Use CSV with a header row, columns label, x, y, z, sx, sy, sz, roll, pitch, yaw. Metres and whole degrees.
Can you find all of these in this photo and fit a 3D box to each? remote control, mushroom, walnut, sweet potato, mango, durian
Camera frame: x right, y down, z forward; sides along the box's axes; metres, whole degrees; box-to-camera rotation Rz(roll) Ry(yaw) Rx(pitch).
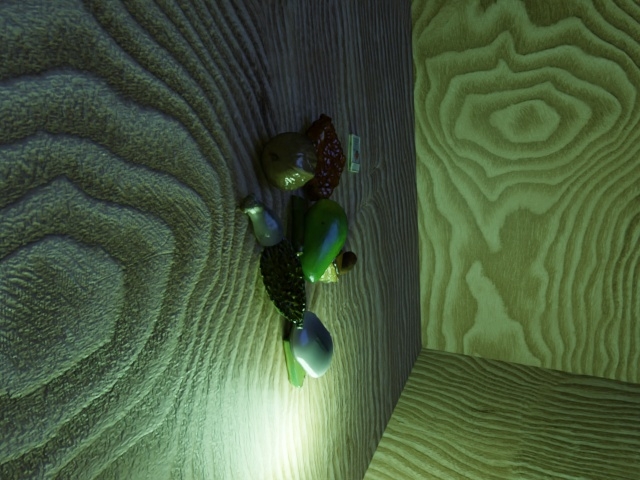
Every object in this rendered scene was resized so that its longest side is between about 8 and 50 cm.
label,x,y,z,sx,sy,sz,roll,pitch,yaw
remote control,-0.034,0.449,1.897,0.332,0.103,0.221,61,37,-39
mushroom,-0.208,-0.079,1.622,0.116,0.093,0.225,-45,141,-24
walnut,-0.113,-0.296,1.662,0.228,0.227,0.228,-14,106,-62
sweet potato,0.115,0.132,2.302,0.291,0.097,0.098,-31,121,-57
mango,0.000,0.000,1.928,0.225,0.201,0.382,40,61,-56
durian,-0.143,0.167,1.732,0.198,0.163,0.395,-166,-123,-77

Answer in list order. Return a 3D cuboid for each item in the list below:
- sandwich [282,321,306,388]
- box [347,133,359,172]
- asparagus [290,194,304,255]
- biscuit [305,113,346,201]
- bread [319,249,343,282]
label,x,y,z,sx,sy,sz,roll,pitch,yaw
sandwich,-0.111,0.493,1.933,0.212,0.063,0.245,56,44,-46
box,0.186,-0.481,2.435,0.109,0.029,0.199,-5,97,-63
asparagus,-0.093,-0.070,1.832,0.067,0.059,0.278,50,37,-67
biscuit,0.004,-0.358,1.976,0.318,0.110,0.312,-62,148,-26
bread,0.025,0.121,2.074,0.160,0.140,0.169,9,86,-69
